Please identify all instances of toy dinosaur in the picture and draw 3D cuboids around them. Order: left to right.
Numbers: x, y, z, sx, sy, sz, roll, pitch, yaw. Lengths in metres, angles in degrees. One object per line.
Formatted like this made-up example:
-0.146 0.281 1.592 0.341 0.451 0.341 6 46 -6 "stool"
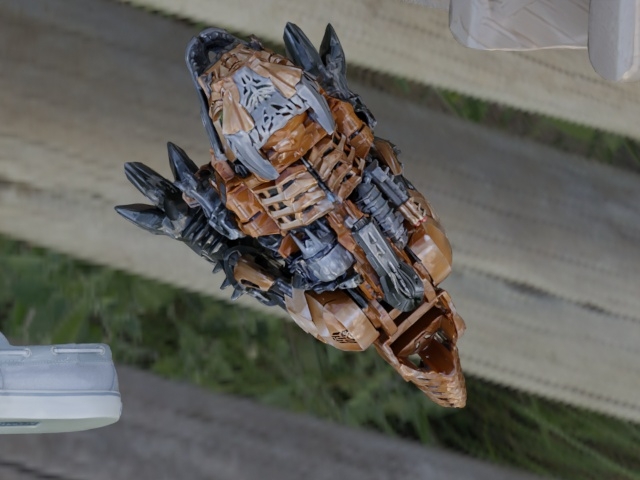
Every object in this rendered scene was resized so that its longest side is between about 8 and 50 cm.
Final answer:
0.000 0.000 1.076 0.164 0.218 0.322 -25 128 -19 "toy dinosaur"

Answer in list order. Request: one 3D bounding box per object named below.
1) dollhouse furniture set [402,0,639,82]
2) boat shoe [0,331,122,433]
0.077 -0.288 0.711 0.256 0.362 0.394 -13 112 -38 "dollhouse furniture set"
-0.264 0.105 1.470 0.227 0.081 0.079 5 159 -32 "boat shoe"
